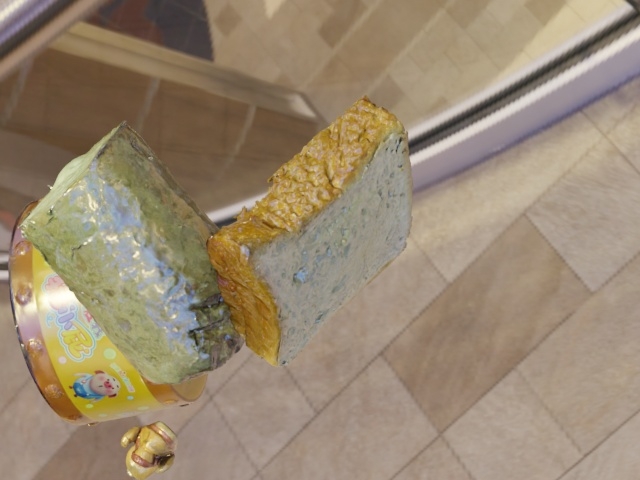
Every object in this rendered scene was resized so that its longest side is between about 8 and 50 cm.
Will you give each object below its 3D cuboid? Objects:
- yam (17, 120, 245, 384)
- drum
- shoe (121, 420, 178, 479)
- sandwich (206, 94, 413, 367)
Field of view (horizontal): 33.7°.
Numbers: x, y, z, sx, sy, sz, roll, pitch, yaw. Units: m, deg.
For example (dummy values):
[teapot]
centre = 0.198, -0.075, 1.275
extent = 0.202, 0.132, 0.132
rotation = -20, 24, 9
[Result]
[yam]
centre = -0.213, 0.024, 1.284
extent = 0.195, 0.195, 0.300
rotation = -34, 101, 27
[drum]
centre = -0.356, 0.107, 1.863
extent = 0.214, 0.431, 0.431
rotation = -13, 78, 9
[shoe]
centre = -0.227, 0.275, 1.389
extent = 0.072, 0.069, 0.109
rotation = 49, 151, -11
[sandwich]
centre = 0.001, 0.000, 1.141
extent = 0.087, 0.226, 0.251
rotation = 33, 60, 26
